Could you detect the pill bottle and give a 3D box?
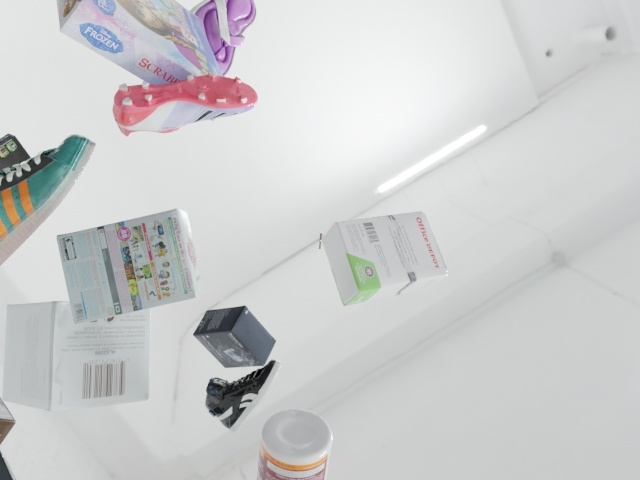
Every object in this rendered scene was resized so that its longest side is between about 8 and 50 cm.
[{"bbox_3d":[-0.093,0.760,1.972,0.224,0.391,0.224,6,-154,-3],"label":"pill bottle"}]

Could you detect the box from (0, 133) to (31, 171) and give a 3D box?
[{"bbox_3d":[-0.773,-0.132,1.485,0.045,0.184,0.191,18,-128,43],"label":"box"}]

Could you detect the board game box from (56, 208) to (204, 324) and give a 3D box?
[{"bbox_3d":[-0.463,0.062,1.505,0.304,0.223,0.097,-12,179,3],"label":"board game box"}]

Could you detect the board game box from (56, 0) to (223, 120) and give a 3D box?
[{"bbox_3d":[-0.336,-0.406,1.148,0.066,0.318,0.318,-42,-130,21],"label":"board game box"}]

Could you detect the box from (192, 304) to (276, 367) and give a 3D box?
[{"bbox_3d":[-0.236,0.268,1.689,0.158,0.156,0.093,-12,-143,36],"label":"box"}]

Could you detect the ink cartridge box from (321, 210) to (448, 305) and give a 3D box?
[{"bbox_3d":[0.168,0.043,1.612,0.273,0.198,0.114,-7,157,-26],"label":"ink cartridge box"}]

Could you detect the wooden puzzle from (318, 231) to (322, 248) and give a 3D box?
[{"bbox_3d":[0.000,0.000,1.871,0.006,0.049,0.083,5,-175,0],"label":"wooden puzzle"}]

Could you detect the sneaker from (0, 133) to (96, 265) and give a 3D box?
[{"bbox_3d":[-0.486,-0.070,0.961,0.302,0.121,0.108,-45,-156,6],"label":"sneaker"}]

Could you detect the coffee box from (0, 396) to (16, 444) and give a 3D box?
[{"bbox_3d":[-0.815,0.389,1.390,0.247,0.098,0.141,34,-91,37],"label":"coffee box"}]

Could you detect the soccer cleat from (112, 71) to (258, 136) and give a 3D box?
[{"bbox_3d":[-0.235,-0.233,1.074,0.248,0.083,0.095,-9,150,-19],"label":"soccer cleat"}]

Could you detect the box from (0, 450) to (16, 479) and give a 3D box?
[{"bbox_3d":[-0.988,0.784,1.898,0.103,0.184,0.261,-24,-123,-32],"label":"box"}]

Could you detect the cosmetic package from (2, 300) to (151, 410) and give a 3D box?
[{"bbox_3d":[-0.800,0.363,2.010,0.394,0.327,0.330,-8,170,43],"label":"cosmetic package"}]

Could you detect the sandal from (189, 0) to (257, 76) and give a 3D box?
[{"bbox_3d":[-0.244,-0.573,1.603,0.102,0.169,0.416,-18,-139,30],"label":"sandal"}]

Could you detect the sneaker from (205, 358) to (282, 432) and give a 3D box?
[{"bbox_3d":[-0.189,0.331,1.387,0.216,0.121,0.079,-55,-179,19],"label":"sneaker"}]
